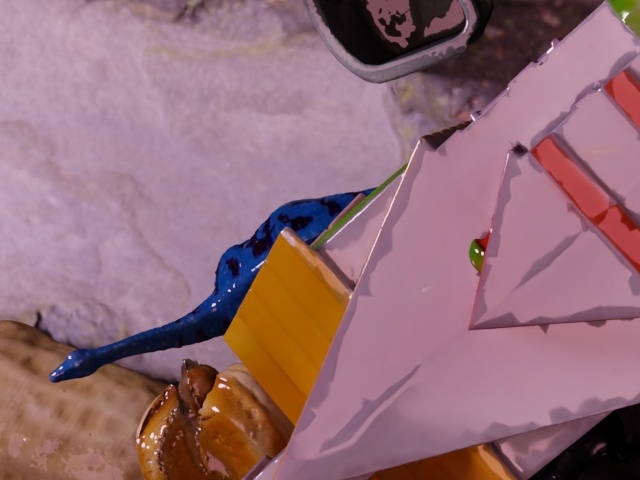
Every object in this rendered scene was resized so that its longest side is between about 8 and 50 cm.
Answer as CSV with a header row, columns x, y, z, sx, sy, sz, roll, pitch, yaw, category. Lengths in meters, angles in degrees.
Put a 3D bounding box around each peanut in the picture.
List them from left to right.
x,y,z,sx,sy,sz,roll,pitch,yaw,category
-0.152,0.139,0.916,0.253,0.137,0.122,18,61,12,peanut

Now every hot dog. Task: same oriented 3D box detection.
x,y,z,sx,sy,sz,roll,pitch,yaw,category
-0.019,0.186,0.830,0.109,0.072,0.269,-22,105,26,hot dog

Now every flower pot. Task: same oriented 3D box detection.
x,y,z,sx,sy,sz,roll,pitch,yaw,category
0.040,-0.211,0.810,0.103,0.108,0.229,-7,98,16,flower pot

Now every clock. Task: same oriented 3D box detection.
x,y,z,sx,sy,sz,roll,pitch,yaw,category
0.083,0.023,0.696,0.309,0.235,0.166,-44,85,16,clock

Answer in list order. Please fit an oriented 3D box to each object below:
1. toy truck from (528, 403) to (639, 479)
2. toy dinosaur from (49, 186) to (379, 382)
x,y,z,sx,sy,sz,roll,pitch,yaw,category
0.161,0.171,0.826,0.165,0.147,0.224,27,114,-33,toy truck
-0.009,0.011,0.852,0.329,0.144,0.076,-27,78,-5,toy dinosaur
